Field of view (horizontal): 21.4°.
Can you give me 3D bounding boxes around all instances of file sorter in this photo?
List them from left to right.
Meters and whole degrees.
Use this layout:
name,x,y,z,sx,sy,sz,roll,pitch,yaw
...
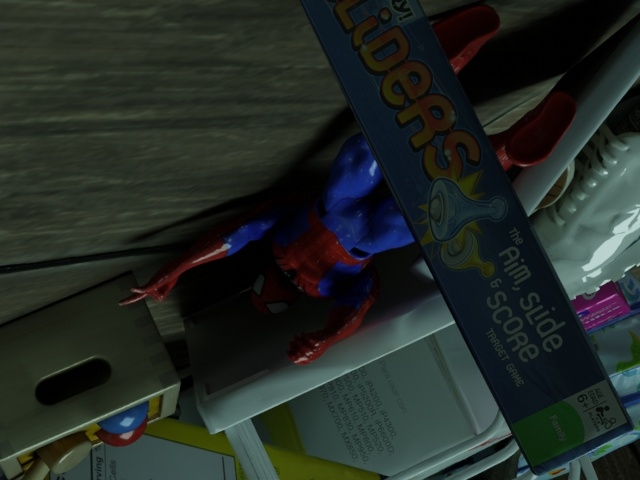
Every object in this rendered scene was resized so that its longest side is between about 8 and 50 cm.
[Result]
name,x,y,z,sx,sy,sz,roll,pitch,yaw
file sorter,0.040,0.106,1.058,0.193,0.173,0.278,-25,-171,-2

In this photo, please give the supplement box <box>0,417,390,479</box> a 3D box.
name,x,y,z,sx,sy,sz,roll,pitch,yaw
supplement box,-0.120,0.258,1.225,0.356,0.194,0.195,21,140,-37

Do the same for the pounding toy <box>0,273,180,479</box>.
name,x,y,z,sx,sy,sz,roll,pitch,yaw
pounding toy,-0.156,0.104,1.000,0.141,0.100,0.130,-23,169,-12

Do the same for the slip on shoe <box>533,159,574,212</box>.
name,x,y,z,sx,sy,sz,roll,pitch,yaw
slip on shoe,0.135,-0.040,1.144,0.135,0.051,0.041,117,-1,-61

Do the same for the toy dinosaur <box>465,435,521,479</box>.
name,x,y,z,sx,sy,sz,roll,pitch,yaw
toy dinosaur,0.126,0.281,1.659,0.313,0.121,0.160,-24,-159,32

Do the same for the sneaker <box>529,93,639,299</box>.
name,x,y,z,sx,sy,sz,roll,pitch,yaw
sneaker,0.205,-0.044,1.156,0.235,0.090,0.095,-36,128,23

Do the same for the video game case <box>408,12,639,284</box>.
name,x,y,z,sx,sy,sz,roll,pitch,yaw
video game case,0.117,-0.051,0.887,0.157,0.019,0.143,-50,-177,-19

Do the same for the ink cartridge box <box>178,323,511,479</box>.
name,x,y,z,sx,sy,sz,roll,pitch,yaw
ink cartridge box,0.007,0.169,1.542,0.384,0.160,0.279,-30,169,25

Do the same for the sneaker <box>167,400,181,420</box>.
name,x,y,z,sx,sy,sz,roll,pitch,yaw
sneaker,-0.244,0.235,1.395,0.321,0.127,0.126,-27,168,3

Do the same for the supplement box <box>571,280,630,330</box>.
name,x,y,z,sx,sy,sz,roll,pitch,yaw
supplement box,0.170,0.025,1.347,0.111,0.114,0.220,-26,168,10

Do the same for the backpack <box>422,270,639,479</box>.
name,x,y,z,sx,sy,sz,roll,pitch,yaw
backpack,0.211,0.157,1.830,0.355,0.273,0.290,-43,160,15

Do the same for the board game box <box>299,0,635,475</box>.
name,x,y,z,sx,sy,sz,roll,pitch,yaw
board game box,0.043,-0.017,0.579,0.035,0.201,0.136,-26,170,3

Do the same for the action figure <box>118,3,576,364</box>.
name,x,y,z,sx,sy,sz,roll,pitch,yaw
action figure,0.000,0.000,0.848,0.139,0.091,0.280,-38,177,-29
